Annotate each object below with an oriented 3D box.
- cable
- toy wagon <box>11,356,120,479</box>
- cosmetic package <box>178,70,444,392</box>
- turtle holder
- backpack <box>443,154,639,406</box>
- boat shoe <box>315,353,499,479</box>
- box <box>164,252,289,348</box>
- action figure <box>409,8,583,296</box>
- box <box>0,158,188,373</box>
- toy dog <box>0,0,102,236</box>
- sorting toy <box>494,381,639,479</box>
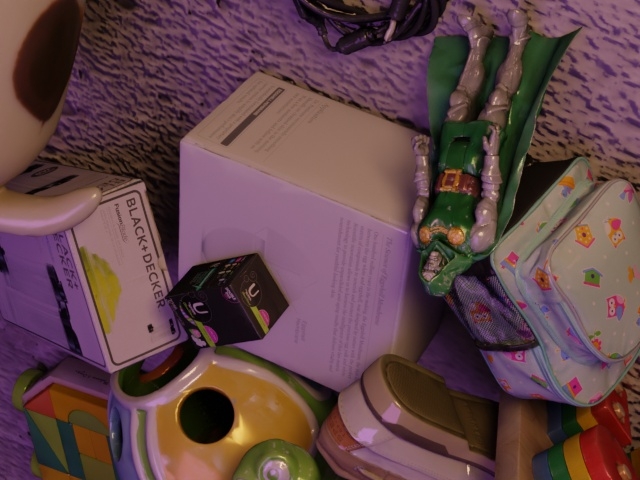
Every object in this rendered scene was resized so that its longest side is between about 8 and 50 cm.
[{"bbox_3d":[0.026,-0.239,1.121,0.150,0.047,0.184,-3,121,35],"label":"cable"},{"bbox_3d":[-0.246,0.297,1.716,0.267,0.068,0.344,15,131,24],"label":"toy wagon"},{"bbox_3d":[0.000,0.000,1.263,0.225,0.138,0.224,24,134,19],"label":"cosmetic package"},{"bbox_3d":[-0.096,0.212,1.361,0.243,0.320,0.227,-28,116,14],"label":"turtle holder"},{"bbox_3d":[0.200,0.042,1.144,0.144,0.166,0.188,4,129,43],"label":"backpack"},{"bbox_3d":[0.126,0.206,1.262,0.302,0.113,0.103,34,117,-28],"label":"boat shoe"},{"bbox_3d":[-0.083,0.054,1.227,0.083,0.052,0.062,-11,118,38],"label":"box"},{"bbox_3d":[0.116,-0.066,1.078,0.137,0.232,0.063,-1,159,42],"label":"action figure"},{"bbox_3d":[-0.254,0.016,1.385,0.290,0.087,0.169,14,122,56],"label":"box"},{"bbox_3d":[-0.273,-0.231,1.121,0.408,0.284,0.395,-43,79,26],"label":"toy dog"},{"bbox_3d":[0.261,0.237,1.208,0.089,0.255,0.257,-30,105,20],"label":"sorting toy"}]
